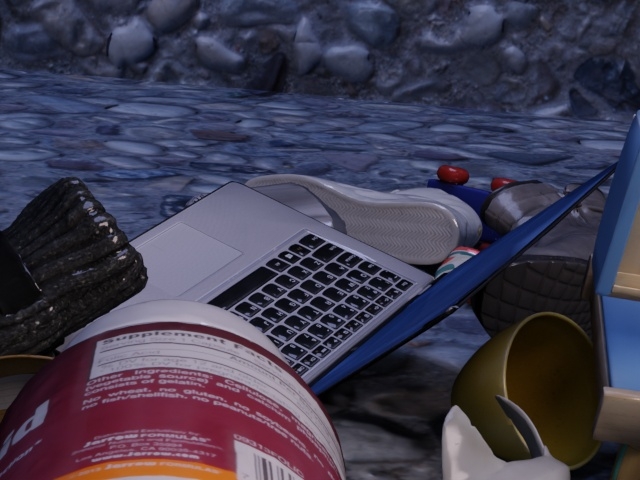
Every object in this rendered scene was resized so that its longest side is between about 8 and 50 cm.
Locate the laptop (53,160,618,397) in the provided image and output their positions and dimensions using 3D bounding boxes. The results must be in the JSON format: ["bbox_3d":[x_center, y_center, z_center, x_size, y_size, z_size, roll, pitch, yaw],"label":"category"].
[{"bbox_3d":[0.000,0.000,1.505,0.408,0.236,0.382,26,32,21],"label":"laptop"}]

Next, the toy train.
[{"bbox_3d":[0.193,-0.042,2.199,0.248,0.105,0.143,16,8,40],"label":"toy train"}]

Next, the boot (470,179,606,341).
[{"bbox_3d":[0.237,0.018,1.804,0.338,0.118,0.223,6,29,-42],"label":"boot"}]

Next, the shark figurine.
[{"bbox_3d":[0.120,0.166,1.184,0.166,0.116,0.278,-25,0,39],"label":"shark figurine"}]

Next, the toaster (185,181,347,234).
[{"bbox_3d":[-0.062,0.017,1.821,0.146,0.129,0.227,-5,20,-18],"label":"toaster"}]

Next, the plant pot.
[{"bbox_3d":[0.169,0.136,1.436,0.134,0.134,0.095,-10,-6,-43],"label":"plant pot"}]

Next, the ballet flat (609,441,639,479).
[{"bbox_3d":[0.344,0.179,1.374,0.232,0.073,0.080,-3,13,-25],"label":"ballet flat"}]

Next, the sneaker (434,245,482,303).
[{"bbox_3d":[0.203,0.055,1.911,0.161,0.057,0.075,14,35,30],"label":"sneaker"}]

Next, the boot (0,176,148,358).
[{"bbox_3d":[-0.317,0.034,1.433,0.260,0.131,0.348,-43,42,-14],"label":"boot"}]

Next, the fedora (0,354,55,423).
[{"bbox_3d":[-0.192,0.161,1.215,0.194,0.194,0.079,6,48,8],"label":"fedora"}]

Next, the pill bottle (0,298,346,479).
[{"bbox_3d":[-0.092,0.175,0.964,0.224,0.224,0.392,3,13,-4],"label":"pill bottle"}]

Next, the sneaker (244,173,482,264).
[{"bbox_3d":[0.054,-0.022,2.094,0.292,0.108,0.169,11,7,20],"label":"sneaker"}]

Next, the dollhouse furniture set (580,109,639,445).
[{"bbox_3d":[0.352,-0.004,1.306,0.286,0.303,0.198,8,36,0],"label":"dollhouse furniture set"}]
